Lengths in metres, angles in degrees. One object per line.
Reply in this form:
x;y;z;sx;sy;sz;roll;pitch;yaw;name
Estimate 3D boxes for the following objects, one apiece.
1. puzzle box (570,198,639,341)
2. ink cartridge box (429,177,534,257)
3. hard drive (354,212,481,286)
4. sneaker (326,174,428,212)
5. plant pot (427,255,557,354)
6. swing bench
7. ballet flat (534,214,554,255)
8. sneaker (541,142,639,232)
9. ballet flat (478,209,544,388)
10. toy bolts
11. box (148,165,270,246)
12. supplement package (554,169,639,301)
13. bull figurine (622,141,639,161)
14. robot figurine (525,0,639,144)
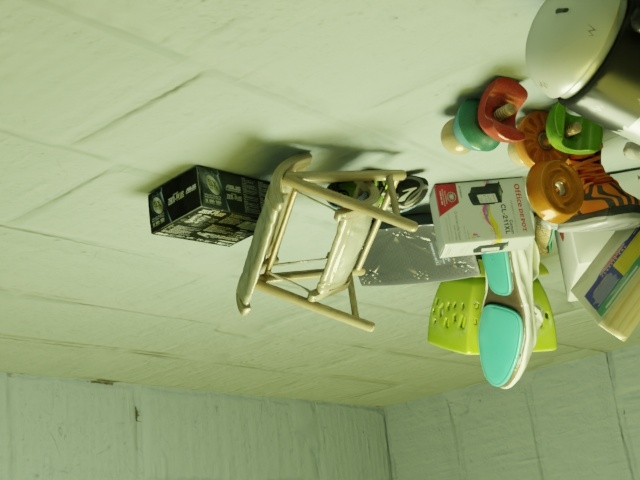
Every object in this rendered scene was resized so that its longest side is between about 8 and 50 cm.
0.557;-0.041;1.713;0.052;0.408;0.272;35;-170;-2;puzzle box
0.305;-0.045;2.050;0.175;0.127;0.072;-6;159;-6;ink cartridge box
0.187;0.017;2.193;0.255;0.054;0.172;-7;134;18;hard drive
0.103;-0.087;1.941;0.188;0.067;0.078;-2;167;-6;sneaker
0.385;0.139;2.441;0.228;0.207;0.227;0;-179;-18;plant pot
0.000;0.000;1.854;0.255;0.165;0.253;9;129;-15;swing bench
0.462;-0.014;2.302;0.067;0.073;0.206;5;160;10;ballet flat
0.439;-0.106;1.799;0.125;0.180;0.321;-2;-177;-9;sneaker
0.405;0.114;2.237;0.139;0.400;0.139;-5;-161;2;ballet flat
0.300;-0.133;1.708;0.229;0.218;0.158;23;156;-24;toy bolts
-0.188;-0.057;1.908;0.180;0.077;0.147;10;155;-43;box
0.579;-0.005;2.188;0.175;0.177;0.293;-9;161;6;supplement package
0.699;-0.151;1.923;0.311;0.101;0.188;-9;166;12;bull figurine
0.400;-0.227;1.386;0.278;0.173;0.209;25;127;-10;robot figurine
